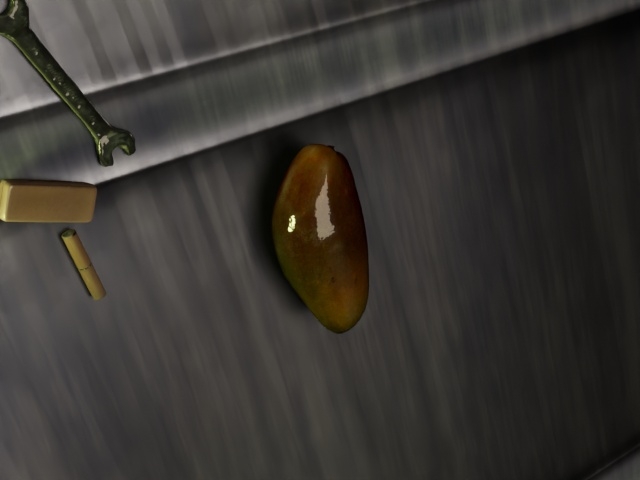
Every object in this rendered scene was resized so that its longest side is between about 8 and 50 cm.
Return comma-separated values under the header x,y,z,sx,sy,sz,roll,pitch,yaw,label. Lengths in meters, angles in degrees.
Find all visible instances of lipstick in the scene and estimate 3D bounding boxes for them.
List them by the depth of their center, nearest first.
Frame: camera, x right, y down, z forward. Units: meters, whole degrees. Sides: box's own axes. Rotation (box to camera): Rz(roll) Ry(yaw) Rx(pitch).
x,y,z,sx,sy,sz,roll,pitch,yaw,label
-0.280,0.029,1.413,0.019,0.019,0.094,-37,125,-26,lipstick

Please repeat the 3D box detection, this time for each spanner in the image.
x,y,z,sx,sy,sz,roll,pitch,yaw,label
-0.289,-0.176,1.339,0.054,0.015,0.254,-50,130,-17,spanner

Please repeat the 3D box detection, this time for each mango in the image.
x,y,z,sx,sy,sz,roll,pitch,yaw,label
0.000,0.000,1.581,0.133,0.111,0.268,-38,126,-45,mango

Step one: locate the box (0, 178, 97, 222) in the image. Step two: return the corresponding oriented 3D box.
x,y,z,sx,sy,sz,roll,pitch,yaw,label
-0.311,-0.045,1.357,0.115,0.025,0.048,-1,110,-41,box
